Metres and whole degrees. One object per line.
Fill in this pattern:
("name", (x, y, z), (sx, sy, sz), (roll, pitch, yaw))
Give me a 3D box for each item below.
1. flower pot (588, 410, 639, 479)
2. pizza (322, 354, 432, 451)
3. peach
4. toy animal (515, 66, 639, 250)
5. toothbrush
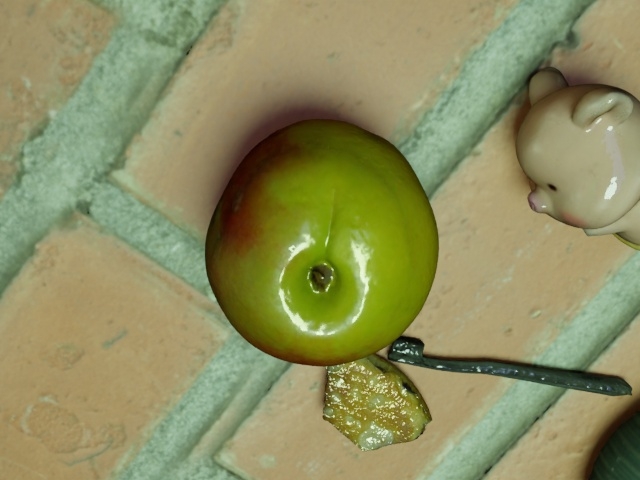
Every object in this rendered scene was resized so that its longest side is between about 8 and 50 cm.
("flower pot", (0.415, 0.286, 0.710), (0.189, 0.157, 0.243), (36, 101, -10))
("pizza", (0.057, 0.184, 0.724), (0.160, 0.036, 0.099), (40, 99, -12))
("peach", (0.000, 0.000, 0.580), (0.231, 0.231, 0.231), (-1, 105, -3))
("toy animal", (0.308, -0.061, 0.612), (0.248, 0.165, 0.149), (27, 97, -16))
("toothbrush", (0.224, 0.151, 0.728), (0.297, 0.030, 0.031), (11, 94, -6))
